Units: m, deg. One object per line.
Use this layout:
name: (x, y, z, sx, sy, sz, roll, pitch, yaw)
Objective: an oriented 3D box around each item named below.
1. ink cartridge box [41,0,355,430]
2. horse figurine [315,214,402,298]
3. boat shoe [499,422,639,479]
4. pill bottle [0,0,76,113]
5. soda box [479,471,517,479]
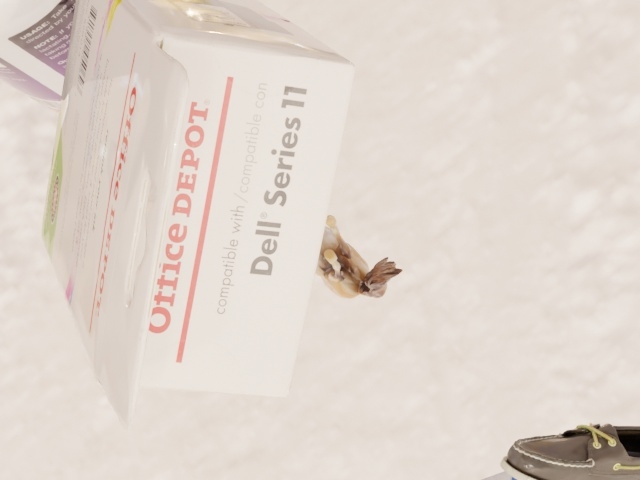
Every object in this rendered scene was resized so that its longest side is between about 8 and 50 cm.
ink cartridge box: (-0.080, -0.038, 0.932, 0.353, 0.119, 0.207, -131, 50, -66)
horse figurine: (0.000, 0.000, 1.890, 0.066, 0.174, 0.263, -44, 59, -8)
boat shoe: (0.287, 0.217, 1.561, 0.081, 0.227, 0.069, 46, 124, 57)
pill bottle: (-0.228, -0.217, 1.203, 0.181, 0.181, 0.323, -37, -18, 7)
soda box: (0.241, 0.356, 2.037, 0.216, 0.074, 0.069, -14, 49, -25)
